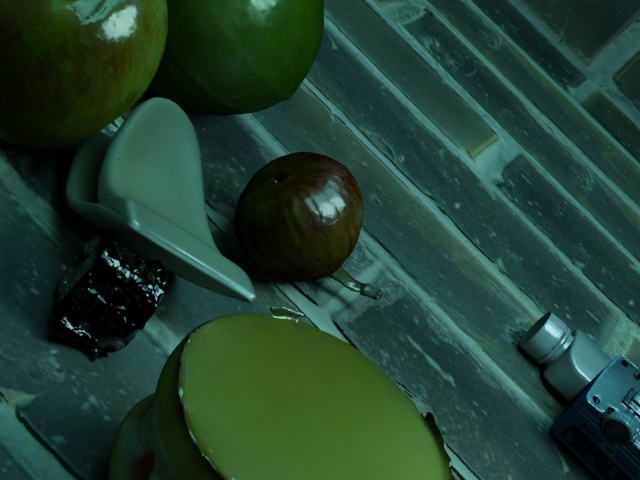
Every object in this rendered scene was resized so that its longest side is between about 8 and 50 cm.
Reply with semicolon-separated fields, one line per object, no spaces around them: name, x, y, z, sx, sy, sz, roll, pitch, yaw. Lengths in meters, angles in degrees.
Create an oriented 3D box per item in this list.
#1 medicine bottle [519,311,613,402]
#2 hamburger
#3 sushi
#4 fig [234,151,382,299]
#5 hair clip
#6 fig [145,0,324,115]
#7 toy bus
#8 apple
medicine bottle;0.362;0.182;1.857;0.183;0.069;0.119;43;27;-2
hamburger;-0.032;0.205;1.145;0.302;0.186;0.261;-12;57;-48
sushi;-0.196;0.049;1.257;0.084;0.094;0.098;33;23;-25
fig;-0.020;-0.020;1.561;0.202;0.148;0.149;63;21;-67
hair clip;-0.180;-0.043;1.393;0.172;0.113;0.282;34;28;-37
fig;-0.130;-0.285;1.656;0.316;0.316;0.316;33;28;-20
toy bus;0.424;0.276;1.721;0.246;0.134;0.113;44;48;6
apple;-0.279;-0.218;1.366;0.246;0.226;0.246;5;61;-9
